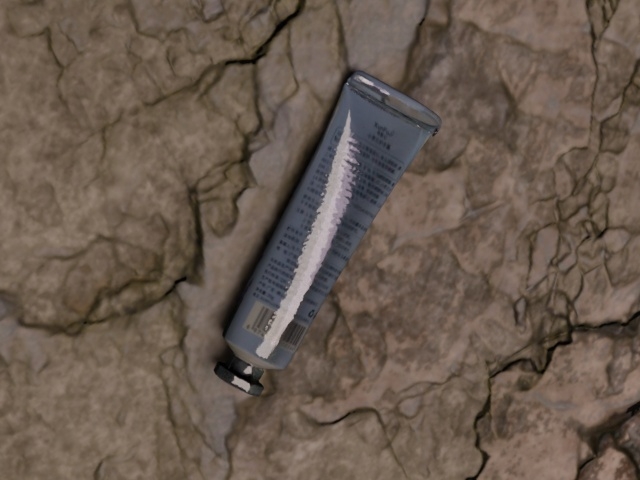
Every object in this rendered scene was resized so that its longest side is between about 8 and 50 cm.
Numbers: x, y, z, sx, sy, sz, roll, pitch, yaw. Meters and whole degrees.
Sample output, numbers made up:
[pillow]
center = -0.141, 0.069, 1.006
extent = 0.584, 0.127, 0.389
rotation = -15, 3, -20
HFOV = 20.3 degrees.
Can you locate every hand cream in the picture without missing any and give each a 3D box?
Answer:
[hand cream]
center = 0.000, 0.000, 1.354
extent = 0.088, 0.055, 0.256
rotation = 28, 94, -23
